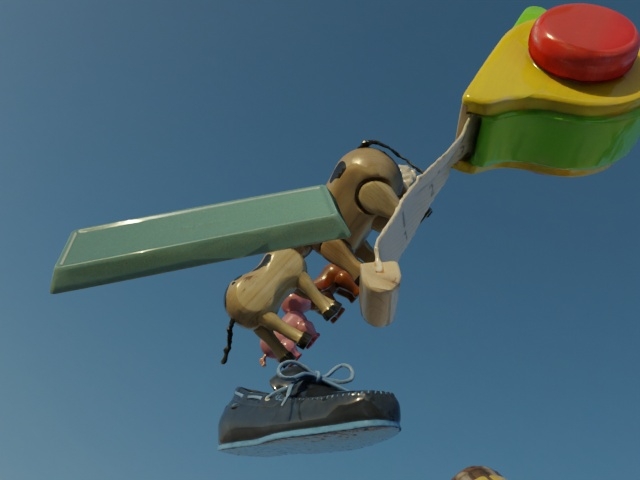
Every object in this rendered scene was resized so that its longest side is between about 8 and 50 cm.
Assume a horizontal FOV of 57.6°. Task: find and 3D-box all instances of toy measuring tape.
[{"bbox_3d":[0.145,-0.061,0.383,0.121,0.330,0.121,24,-34,18],"label":"toy measuring tape"}]

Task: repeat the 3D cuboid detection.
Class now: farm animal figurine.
[{"bbox_3d":[0.000,0.000,0.790,0.172,0.330,0.326,42,-83,8],"label":"farm animal figurine"}]

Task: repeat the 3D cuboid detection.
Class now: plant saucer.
[{"bbox_3d":[-0.079,-0.005,0.391,0.192,0.067,0.018,-12,-62,-4],"label":"plant saucer"}]

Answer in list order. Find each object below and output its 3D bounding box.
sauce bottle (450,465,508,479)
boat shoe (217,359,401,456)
[{"bbox_3d":[0.260,0.384,0.653,0.111,0.111,0.344,53,-8,-16],"label":"sauce bottle"},{"bbox_3d":[-0.031,0.167,0.595,0.258,0.089,0.109,-20,-36,39],"label":"boat shoe"}]
